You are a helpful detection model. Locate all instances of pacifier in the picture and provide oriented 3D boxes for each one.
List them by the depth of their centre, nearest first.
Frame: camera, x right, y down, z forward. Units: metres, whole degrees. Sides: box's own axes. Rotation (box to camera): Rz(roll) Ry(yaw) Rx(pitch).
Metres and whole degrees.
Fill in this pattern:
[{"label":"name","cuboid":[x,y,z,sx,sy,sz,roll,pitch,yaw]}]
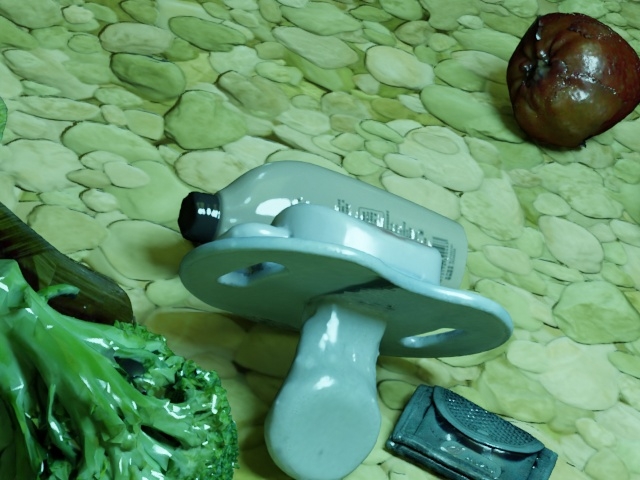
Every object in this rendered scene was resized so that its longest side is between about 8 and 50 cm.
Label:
[{"label":"pacifier","cuboid":[0.009,0.090,1.216,0.279,0.227,0.207,20,64,-31]}]

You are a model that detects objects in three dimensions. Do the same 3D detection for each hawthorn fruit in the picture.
[{"label":"hawthorn fruit","cuboid":[0.288,-0.170,1.704,0.172,0.148,0.148,13,32,-37]}]

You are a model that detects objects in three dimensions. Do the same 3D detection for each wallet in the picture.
[{"label":"wallet","cuboid":[0.126,0.165,1.258,0.129,0.026,0.088,26,35,10]}]

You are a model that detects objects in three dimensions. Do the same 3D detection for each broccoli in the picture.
[{"label":"broccoli","cuboid":[-0.187,0.123,1.010,0.261,0.242,0.269,-26,22,-22]}]

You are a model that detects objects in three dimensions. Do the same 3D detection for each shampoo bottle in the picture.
[{"label":"shampoo bottle","cuboid":[0.000,0.000,1.351,0.256,0.127,0.078,12,4,-25]}]

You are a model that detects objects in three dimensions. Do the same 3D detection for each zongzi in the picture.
[{"label":"zongzi","cuboid":[-0.216,0.007,1.176,0.187,0.184,0.084,10,36,-13]}]

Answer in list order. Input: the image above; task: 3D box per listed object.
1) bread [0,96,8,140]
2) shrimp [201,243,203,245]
[{"label":"bread","cuboid":[-0.388,-0.101,1.380,0.228,0.034,0.228,12,33,-8]},{"label":"shrimp","cuboid":[-0.066,0.000,1.403,0.108,0.023,0.059,18,26,-2]}]
